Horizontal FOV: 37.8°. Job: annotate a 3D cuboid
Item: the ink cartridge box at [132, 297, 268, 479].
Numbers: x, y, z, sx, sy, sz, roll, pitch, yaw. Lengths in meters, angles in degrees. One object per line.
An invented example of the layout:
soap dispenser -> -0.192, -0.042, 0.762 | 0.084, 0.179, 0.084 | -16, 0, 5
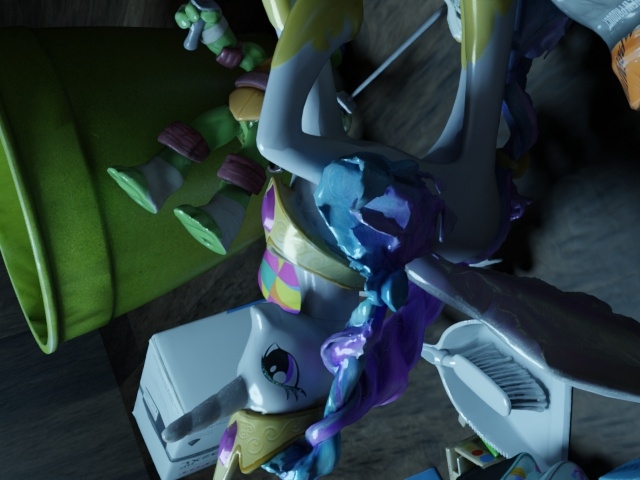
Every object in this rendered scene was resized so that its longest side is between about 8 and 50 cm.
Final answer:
ink cartridge box -> -0.125, 0.208, 1.301 | 0.129, 0.223, 0.307 | 63, 155, 19

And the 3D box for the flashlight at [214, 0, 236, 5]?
flashlight -> -0.067, -0.316, 0.977 | 0.304, 0.103, 0.103 | 7, 82, 60

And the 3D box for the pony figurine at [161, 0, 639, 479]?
pony figurine -> 0.073, -0.016, 0.635 | 0.303, 0.351, 0.363 | 17, 102, 59

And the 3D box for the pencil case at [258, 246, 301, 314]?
pencil case -> 0.000, 0.000, 1.031 | 0.104, 0.104, 0.236 | 62, 153, 24

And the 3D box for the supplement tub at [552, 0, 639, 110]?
supplement tub -> 0.159, -0.230, 0.405 | 0.193, 0.194, 0.315 | -21, 86, 67

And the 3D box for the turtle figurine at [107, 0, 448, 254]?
turtle figurine -> -0.072, -0.142, 0.866 | 0.198, 0.266, 0.275 | 39, 165, -9

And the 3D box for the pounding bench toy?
pounding bench toy -> 0.159, 0.208, 0.884 | 0.065, 0.052, 0.083 | 20, 123, 62

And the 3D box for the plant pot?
plant pot -> -0.198, -0.097, 1.089 | 0.366, 0.353, 0.366 | 47, 146, 46

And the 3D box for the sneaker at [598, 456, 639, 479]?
sneaker -> 0.265, 0.178, 0.590 | 0.229, 0.087, 0.092 | -19, 90, 69

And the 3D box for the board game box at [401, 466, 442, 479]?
board game box -> 0.149, 0.450, 1.060 | 0.316, 0.064, 0.242 | 60, 154, 27

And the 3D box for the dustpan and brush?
dustpan and brush -> 0.135, 0.116, 0.862 | 0.211, 0.060, 0.147 | 37, 138, 53

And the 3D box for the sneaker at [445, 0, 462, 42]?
sneaker -> 0.114, -0.200, 0.741 | 0.037, 0.032, 0.083 | -27, 86, 53

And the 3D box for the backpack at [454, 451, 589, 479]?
backpack -> 0.178, 0.284, 0.758 | 0.144, 0.166, 0.188 | -30, 89, 36
